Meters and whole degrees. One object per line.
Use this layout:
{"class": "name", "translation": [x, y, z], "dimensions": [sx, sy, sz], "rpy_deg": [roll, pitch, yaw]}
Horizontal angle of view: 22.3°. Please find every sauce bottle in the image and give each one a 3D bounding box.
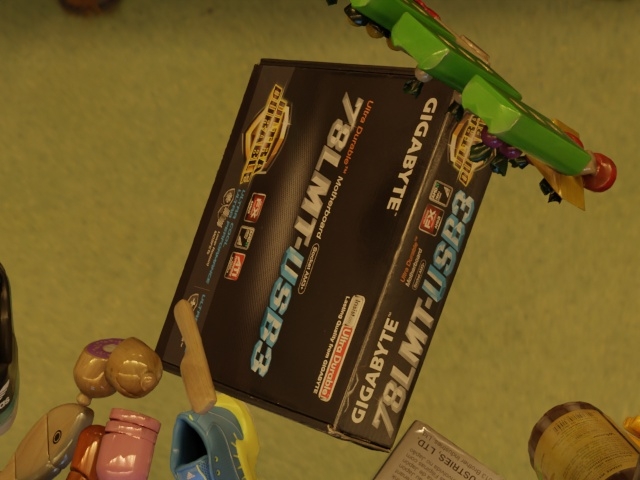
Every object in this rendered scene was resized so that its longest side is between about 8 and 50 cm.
{"class": "sauce bottle", "translation": [0.316, 0.278, 1.687], "dimensions": [0.111, 0.344, 0.111], "rpy_deg": [-3, 107, -10]}

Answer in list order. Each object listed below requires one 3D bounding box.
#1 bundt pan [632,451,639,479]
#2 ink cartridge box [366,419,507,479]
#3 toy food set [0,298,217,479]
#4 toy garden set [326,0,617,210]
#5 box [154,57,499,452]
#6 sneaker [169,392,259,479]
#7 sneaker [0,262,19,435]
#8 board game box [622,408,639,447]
{"class": "bundt pan", "translation": [0.358, 0.077, 1.301], "dimensions": [0.124, 0.331, 0.331], "rpy_deg": [19, 77, 10]}
{"class": "ink cartridge box", "translation": [0.070, 0.390, 1.370], "dimensions": [0.270, 0.151, 0.395], "rpy_deg": [34, 60, 8]}
{"class": "toy food set", "translation": [-0.089, 0.076, 0.605], "dimensions": [0.122, 0.019, 0.078], "rpy_deg": [-46, 38, 21]}
{"class": "toy garden set", "translation": [0.083, -0.111, 1.092], "dimensions": [0.049, 0.204, 0.244], "rpy_deg": [-51, 58, 12]}
{"class": "box", "translation": [0.000, 0.000, 1.342], "dimensions": [0.293, 0.073, 0.295], "rpy_deg": [13, 82, 57]}
{"class": "sneaker", "translation": [-0.115, 0.294, 1.847], "dimensions": [0.091, 0.126, 0.240], "rpy_deg": [-25, 77, 31]}
{"class": "sneaker", "translation": [-0.315, 0.013, 1.340], "dimensions": [0.108, 0.121, 0.302], "rpy_deg": [-17, 70, -27]}
{"class": "board game box", "translation": [0.434, 0.204, 1.820], "dimensions": [0.050, 0.390, 0.390], "rpy_deg": [31, 124, -1]}
